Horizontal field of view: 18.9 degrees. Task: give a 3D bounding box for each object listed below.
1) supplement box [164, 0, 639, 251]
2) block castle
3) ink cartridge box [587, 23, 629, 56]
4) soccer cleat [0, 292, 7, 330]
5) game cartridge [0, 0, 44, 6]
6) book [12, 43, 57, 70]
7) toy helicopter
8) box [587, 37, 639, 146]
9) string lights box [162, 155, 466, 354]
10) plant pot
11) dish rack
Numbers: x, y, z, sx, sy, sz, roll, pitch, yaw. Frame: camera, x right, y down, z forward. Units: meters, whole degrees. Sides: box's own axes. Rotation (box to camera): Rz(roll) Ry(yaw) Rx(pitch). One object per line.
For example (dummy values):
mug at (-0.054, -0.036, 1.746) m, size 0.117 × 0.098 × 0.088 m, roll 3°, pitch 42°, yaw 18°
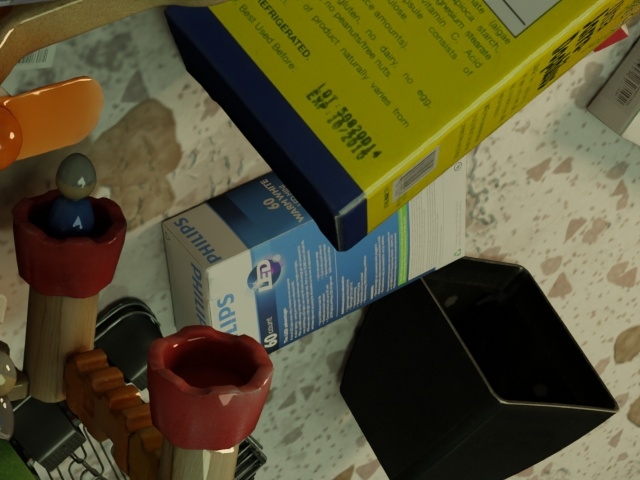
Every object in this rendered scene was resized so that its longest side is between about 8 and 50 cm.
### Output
supplement box at (0.090, -0.184, 1.399) m, size 0.356 × 0.194 × 0.195 m, roll -39°, pitch 173°, yaw -4°
block castle at (-0.291, 0.097, 1.282) m, size 0.453 × 0.303 × 0.213 m, roll -10°, pitch 124°, yaw -31°
ink cartridge box at (0.169, -0.187, 1.561) m, size 0.135 × 0.099 × 0.056 m, roll -26°, pitch 146°, yaw 20°
soccer cleat at (-0.265, 0.080, 1.512) m, size 0.029 × 0.035 × 0.083 m, roll 8°, pitch 119°, yaw -45°
game cartridge at (-0.313, -0.223, 1.053) m, size 0.355 × 0.230 × 0.068 m, roll -12°, pitch 164°, yaw -34°
book at (-0.214, -0.181, 1.322) m, size 0.096 × 0.035 × 0.144 m, roll -9°, pitch 131°, yaw -38°
toy helicopter at (-0.196, -0.131, 1.182) m, size 0.355 × 0.235 × 0.140 m, roll -20°, pitch 137°, yaw -10°
box at (0.426, -0.164, 1.881) m, size 0.322 × 0.058 × 0.232 m, roll 19°, pitch 111°, yaw -49°
string lights box at (0.000, 0.000, 1.639) m, size 0.259 × 0.077 × 0.133 m, roll -25°, pitch 138°, yaw -22°
plant pot at (0.130, 0.136, 1.812) m, size 0.187 × 0.188 × 0.167 m, roll 9°, pitch 131°, yaw -46°
dish rack at (-0.168, 0.193, 1.677) m, size 0.208 × 0.074 × 0.271 m, roll -41°, pitch 143°, yaw -2°
